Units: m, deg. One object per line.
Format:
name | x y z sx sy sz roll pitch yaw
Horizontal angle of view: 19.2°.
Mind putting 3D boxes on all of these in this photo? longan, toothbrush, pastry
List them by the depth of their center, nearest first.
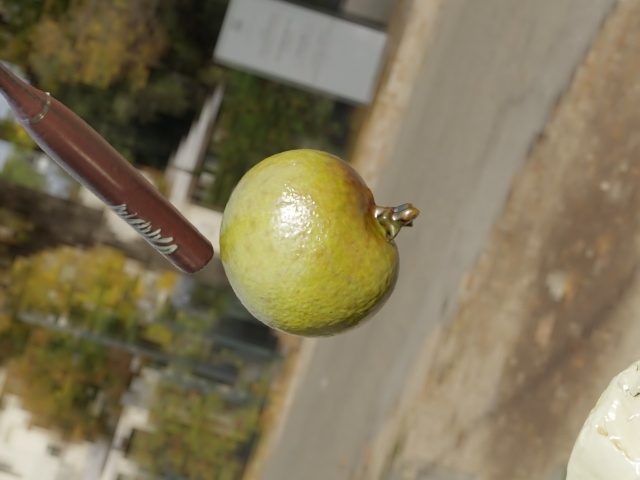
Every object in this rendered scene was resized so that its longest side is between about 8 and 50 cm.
toothbrush | -0.188 -0.072 1.450 0.364 0.041 0.041 45 -128 -48
longan | 0.000 0.000 1.557 0.155 0.176 0.145 47 -155 -47
pastry | 0.337 0.206 1.746 0.265 0.133 0.264 -28 -45 -31
